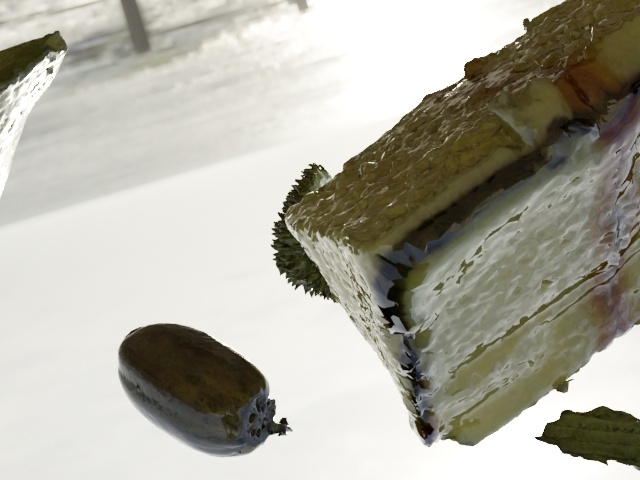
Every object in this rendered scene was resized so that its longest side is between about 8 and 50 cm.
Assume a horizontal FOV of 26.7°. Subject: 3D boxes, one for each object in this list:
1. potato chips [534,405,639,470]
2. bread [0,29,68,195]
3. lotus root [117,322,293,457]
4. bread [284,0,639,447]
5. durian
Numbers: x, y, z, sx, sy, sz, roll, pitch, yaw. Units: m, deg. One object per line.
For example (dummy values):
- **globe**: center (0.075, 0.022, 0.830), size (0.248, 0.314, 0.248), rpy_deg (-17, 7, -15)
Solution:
- **potato chips**: center (0.340, 0.220, 1.516), size (0.208, 0.028, 0.092), rpy_deg (3, -144, 48)
- **bread**: center (-0.295, 0.014, 1.021), size (0.362, 0.245, 0.233), rpy_deg (-16, -145, 37)
- **lotus root**: center (-0.151, 0.174, 1.581), size (0.241, 0.124, 0.123), rpy_deg (20, -139, 39)
- **bread**: center (0.136, -0.017, 0.704), size (0.263, 0.198, 0.236), rpy_deg (-37, -179, -9)
- **durian**: center (-0.010, 0.002, 1.429), size (0.095, 0.137, 0.220), rpy_deg (-32, -162, 10)
